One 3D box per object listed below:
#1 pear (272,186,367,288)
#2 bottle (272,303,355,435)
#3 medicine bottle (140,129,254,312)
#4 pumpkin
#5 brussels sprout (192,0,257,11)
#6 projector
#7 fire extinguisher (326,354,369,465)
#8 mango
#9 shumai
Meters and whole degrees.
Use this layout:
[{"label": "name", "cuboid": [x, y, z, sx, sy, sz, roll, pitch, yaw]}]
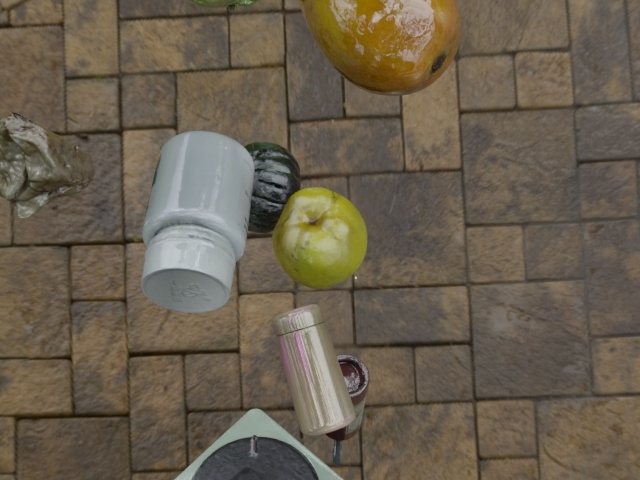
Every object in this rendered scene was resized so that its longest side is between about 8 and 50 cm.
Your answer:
[{"label": "pear", "cuboid": [0.000, 0.000, 1.357, 0.200, 0.200, 0.199, 0, 87, 3]}, {"label": "bottle", "cuboid": [-0.006, 0.100, 0.538, 0.045, 0.045, 0.096, -17, 84, 2]}, {"label": "medicine bottle", "cuboid": [-0.096, -0.015, 0.539, 0.081, 0.080, 0.130, 1, 55, 3]}, {"label": "pumpkin", "cuboid": [-0.136, -0.125, 1.616, 0.162, 0.220, 0.220, 13, 87, -17]}, {"label": "brussels sprout", "cuboid": [-0.198, -0.557, 1.356, 0.244, 0.244, 0.243, 0, 87, 3]}, {"label": "projector", "cuboid": [-0.112, 0.457, 1.181, 0.257, 0.079, 0.259, 34, 56, 27]}, {"label": "fire extinguisher", "cuboid": [0.032, 0.275, 1.080, 0.071, 0.231, 0.099, 5, 50, 1]}, {"label": "mango", "cuboid": [0.064, -0.319, 0.932, 0.173, 0.211, 0.317, -56, 47, 29]}, {"label": "shumai", "cuboid": [-0.571, -0.129, 1.383, 0.184, 0.218, 0.185, 27, 86, -4]}]
